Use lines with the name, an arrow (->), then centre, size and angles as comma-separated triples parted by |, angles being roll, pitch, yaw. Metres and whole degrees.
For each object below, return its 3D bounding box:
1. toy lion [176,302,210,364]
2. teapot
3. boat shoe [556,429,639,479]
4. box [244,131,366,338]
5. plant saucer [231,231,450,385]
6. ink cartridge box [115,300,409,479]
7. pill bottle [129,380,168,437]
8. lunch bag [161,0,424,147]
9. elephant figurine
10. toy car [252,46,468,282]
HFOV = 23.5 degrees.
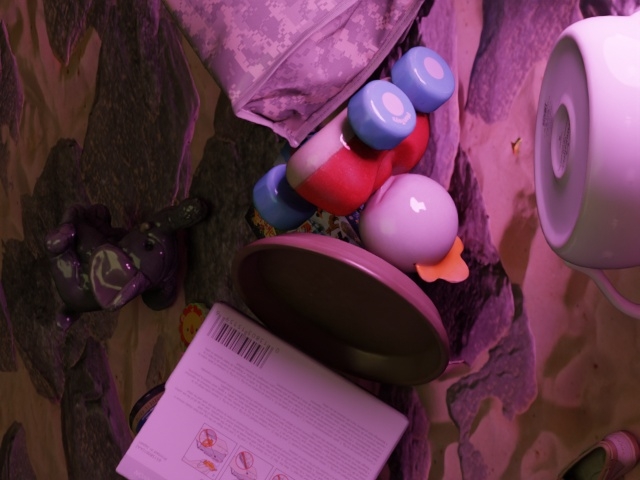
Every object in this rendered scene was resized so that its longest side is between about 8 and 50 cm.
toy lion -> -0.171, 0.138, 2.197 | 0.100, 0.034, 0.096 | 8, 94, 51
teapot -> 0.313, -0.084, 1.437 | 0.256, 0.187, 0.253 | 107, 164, -66
boat shoe -> 0.276, 0.255, 1.624 | 0.153, 0.048, 0.056 | -52, 55, 41
box -> 0.000, 0.000, 1.945 | 0.233, 0.044, 0.159 | 58, 135, 30
plant saucer -> 0.027, 0.076, 1.788 | 0.278, 0.278, 0.041 | -13, 43, 52
ink cartridge box -> -0.068, 0.243, 1.850 | 0.275, 0.060, 0.239 | 32, 90, 1
pill bottle -> -0.169, 0.307, 2.138 | 0.219, 0.122, 0.123 | 55, 134, 32
lunch bag -> -0.017, -0.300, 1.822 | 0.287, 0.169, 0.235 | -44, 58, 16
elephant figurine -> -0.276, 0.036, 2.229 | 0.239, 0.169, 0.186 | 12, 134, 35
toy car -> 0.091, -0.052, 1.752 | 0.238, 0.210, 0.219 | 50, 129, -2
